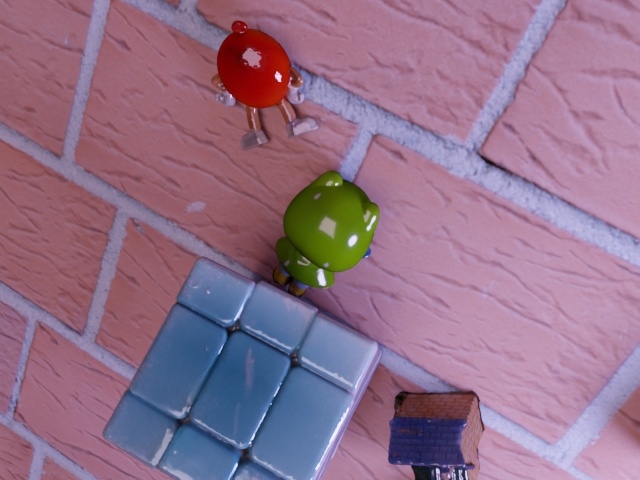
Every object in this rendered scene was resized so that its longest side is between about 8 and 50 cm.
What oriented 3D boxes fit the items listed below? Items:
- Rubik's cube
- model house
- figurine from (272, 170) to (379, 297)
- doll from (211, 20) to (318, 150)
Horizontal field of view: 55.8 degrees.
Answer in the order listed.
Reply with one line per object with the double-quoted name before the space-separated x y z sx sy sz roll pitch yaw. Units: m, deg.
"Rubik's cube" -0.102 0.250 1.019 0.316 0.319 0.322 27 82 12
"model house" 0.206 0.391 1.085 0.166 0.172 0.183 -8 105 23
"figurine" 0.000 0.000 1.060 0.162 0.143 0.263 44 129 10
"doll" -0.110 -0.270 1.039 0.183 0.085 0.217 -9 122 27
